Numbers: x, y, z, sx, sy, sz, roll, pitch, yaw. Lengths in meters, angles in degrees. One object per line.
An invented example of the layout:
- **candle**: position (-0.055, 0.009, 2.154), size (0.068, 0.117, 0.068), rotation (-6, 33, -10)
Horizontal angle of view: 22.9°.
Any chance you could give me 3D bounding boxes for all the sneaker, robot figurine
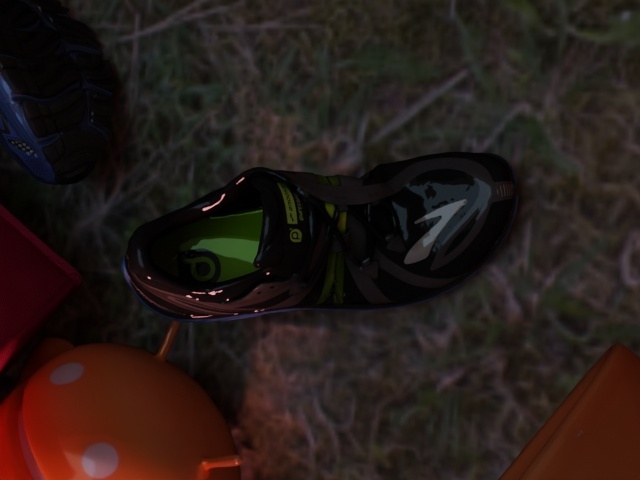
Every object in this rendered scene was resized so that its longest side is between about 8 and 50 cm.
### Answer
- **sneaker**: position (0.000, 0.000, 0.725), size (0.188, 0.078, 0.067), rotation (-11, 78, 4)
- **sneaker**: position (-0.189, -0.104, 0.865), size (0.221, 0.083, 0.087), rotation (51, 124, 28)
- **robot figurine**: position (-0.129, 0.135, 0.777), size (0.219, 0.158, 0.128), rotation (-42, 99, 20)

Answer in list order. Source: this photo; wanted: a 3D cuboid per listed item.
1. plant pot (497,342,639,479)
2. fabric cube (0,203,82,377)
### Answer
- **plant pot**: position (0.099, 0.211, 0.574), size (0.203, 0.291, 0.291), rotation (37, 105, 9)
- **fabric cube**: position (-0.318, 0.058, 0.739), size (0.259, 0.258, 0.254), rotation (41, 113, -3)
